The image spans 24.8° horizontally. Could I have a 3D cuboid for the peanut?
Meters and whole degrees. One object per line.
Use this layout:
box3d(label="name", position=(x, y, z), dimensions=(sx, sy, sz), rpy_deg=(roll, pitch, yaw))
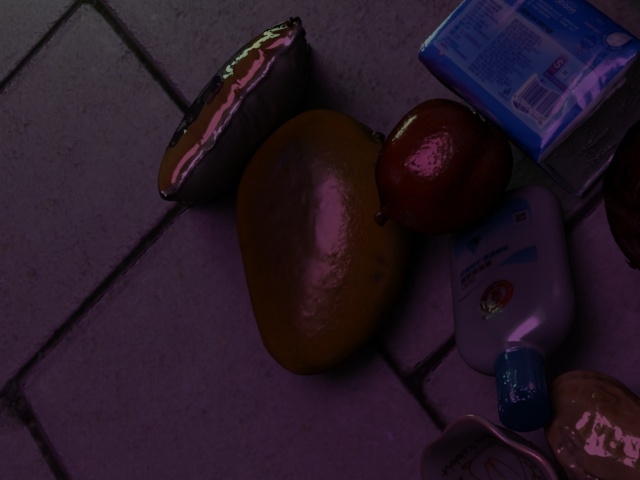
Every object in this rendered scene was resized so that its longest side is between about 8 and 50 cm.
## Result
box3d(label="peanut", position=(0.357, 0.251, 1.641), dimensions=(0.290, 0.130, 0.130), rpy_deg=(37, 92, 37))

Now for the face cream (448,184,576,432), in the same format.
box3d(label="face cream", position=(0.233, 0.082, 1.763), dimensions=(0.163, 0.080, 0.337), rpy_deg=(-29, 37, 27))

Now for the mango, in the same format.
box3d(label="mango", position=(0.000, 0.000, 1.948), dimensions=(0.253, 0.182, 0.365), rpy_deg=(-4, 67, 31))

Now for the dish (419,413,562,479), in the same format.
box3d(label="dish", position=(0.224, 0.297, 1.714), dimensions=(0.229, 0.081, 0.229), rpy_deg=(23, 124, 39))

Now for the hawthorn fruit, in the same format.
box3d(label="hawthorn fruit", position=(0.145, -0.082, 1.825), dimensions=(0.188, 0.169, 0.169), rpy_deg=(-50, 52, 9))

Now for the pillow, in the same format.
box3d(label="pillow", position=(-0.116, -0.172, 2.059), dimensions=(0.119, 0.312, 0.310), rpy_deg=(35, 92, 2))

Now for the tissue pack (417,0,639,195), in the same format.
box3d(label="tissue pack", position=(0.289, -0.216, 1.873), dimensions=(0.198, 0.146, 0.263), rpy_deg=(-47, 51, 5))

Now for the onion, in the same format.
box3d(label="onion", position=(0.436, -0.070, 1.638), dimensions=(0.221, 0.281, 0.281), rpy_deg=(34, 90, 18))
